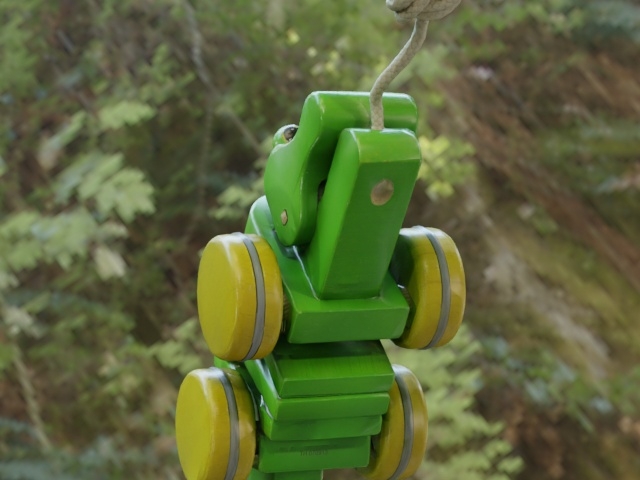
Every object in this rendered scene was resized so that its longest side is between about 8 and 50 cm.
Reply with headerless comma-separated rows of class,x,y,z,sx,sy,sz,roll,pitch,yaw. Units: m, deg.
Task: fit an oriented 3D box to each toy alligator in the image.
toy alligator,0.000,0.000,0.416,0.056,0.051,0.189,-2,-58,-22
